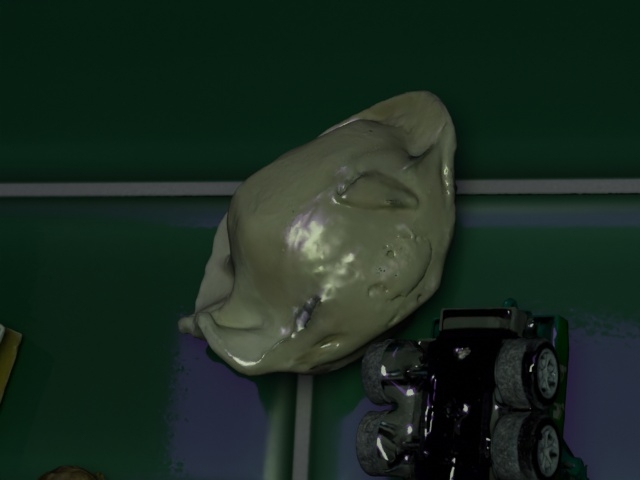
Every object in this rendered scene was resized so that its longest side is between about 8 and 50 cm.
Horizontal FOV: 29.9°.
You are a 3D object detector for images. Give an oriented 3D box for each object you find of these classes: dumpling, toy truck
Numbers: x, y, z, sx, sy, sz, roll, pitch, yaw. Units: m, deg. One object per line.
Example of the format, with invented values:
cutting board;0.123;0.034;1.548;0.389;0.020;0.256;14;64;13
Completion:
dumpling;0.000;0.000;1.146;0.318;0.187;0.243;-52;32;-17
toy truck;0.140;0.219;1.015;0.176;0.178;0.363;-4;67;36

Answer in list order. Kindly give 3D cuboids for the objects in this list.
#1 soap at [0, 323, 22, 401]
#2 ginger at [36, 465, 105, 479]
soap;-0.418;0.193;1.165;0.173;0.089;0.274;13;75;14
ginger;-0.283;0.289;1.106;0.204;0.104;0.080;-41;95;5
